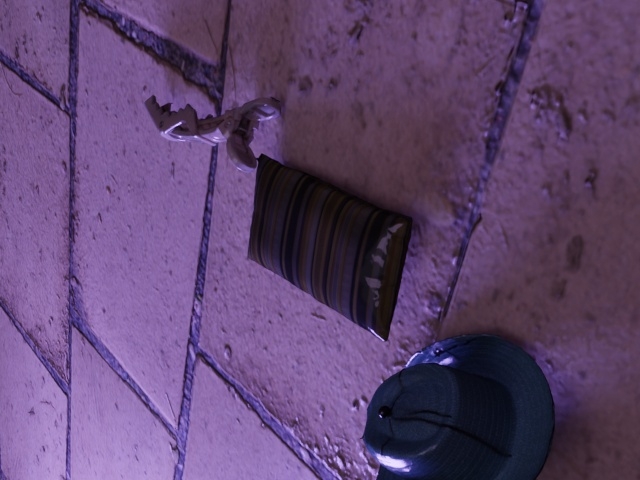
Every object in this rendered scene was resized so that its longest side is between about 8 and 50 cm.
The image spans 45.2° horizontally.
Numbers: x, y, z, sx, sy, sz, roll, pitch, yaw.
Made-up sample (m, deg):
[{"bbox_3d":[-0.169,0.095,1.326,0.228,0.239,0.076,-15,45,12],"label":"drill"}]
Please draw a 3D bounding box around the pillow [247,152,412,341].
[{"bbox_3d":[0.000,0.000,0.691,0.203,0.038,0.113,29,117,44],"label":"pillow"}]

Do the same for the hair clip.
[{"bbox_3d":[-0.126,-0.113,0.789,0.226,0.034,0.072,13,83,46],"label":"hair clip"}]

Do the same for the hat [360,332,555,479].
[{"bbox_3d":[0.081,0.138,0.579,0.191,0.077,0.138,-28,42,52],"label":"hat"}]
